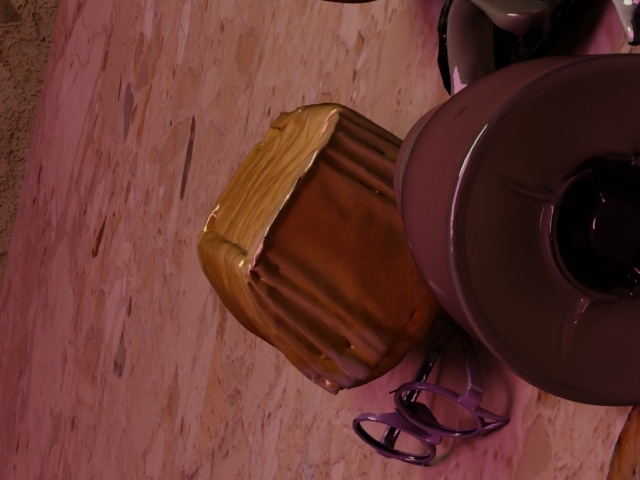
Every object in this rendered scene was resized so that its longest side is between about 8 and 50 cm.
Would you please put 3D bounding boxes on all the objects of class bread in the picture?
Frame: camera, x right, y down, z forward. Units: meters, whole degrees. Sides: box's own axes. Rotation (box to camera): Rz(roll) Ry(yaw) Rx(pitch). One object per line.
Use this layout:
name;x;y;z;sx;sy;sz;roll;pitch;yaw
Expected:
bread;0.000;0.000;1.108;0.152;0.119;0.288;-56;11;-4

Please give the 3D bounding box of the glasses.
glasses;0.075;0.071;1.058;0.104;0.062;0.140;-66;9;-28

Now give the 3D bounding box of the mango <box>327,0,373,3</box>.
mango;0.031;-0.266;1.047;0.384;0.199;0.221;157;103;-67

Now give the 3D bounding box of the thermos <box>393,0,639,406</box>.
thermos;0.102;-0.033;0.839;0.265;0.146;0.176;-137;41;-77

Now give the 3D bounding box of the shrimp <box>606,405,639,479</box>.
shrimp;0.151;0.160;0.764;0.195;0.035;0.148;-102;28;-62

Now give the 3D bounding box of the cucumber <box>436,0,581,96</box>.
cucumber;0.131;-0.180;0.910;0.303;0.072;0.081;121;166;-51

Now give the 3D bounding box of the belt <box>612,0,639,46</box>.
belt;0.151;-0.187;0.757;0.163;0.147;0.082;-39;35;24
